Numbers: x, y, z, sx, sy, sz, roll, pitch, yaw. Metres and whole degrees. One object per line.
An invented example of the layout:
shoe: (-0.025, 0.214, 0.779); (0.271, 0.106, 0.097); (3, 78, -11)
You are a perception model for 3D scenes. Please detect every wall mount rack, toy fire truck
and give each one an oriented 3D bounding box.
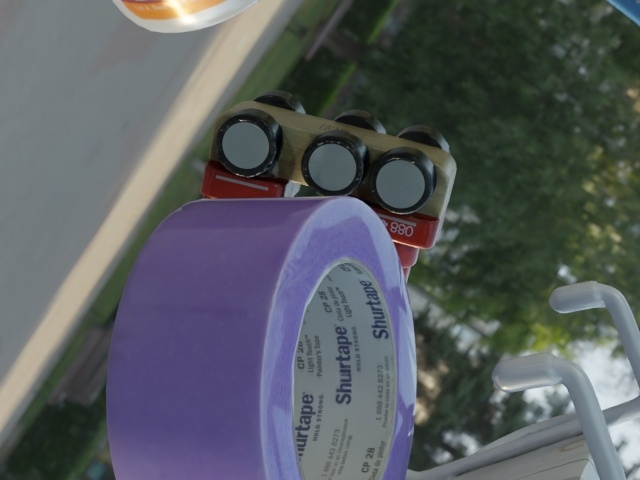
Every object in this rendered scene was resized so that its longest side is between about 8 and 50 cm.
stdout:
wall mount rack: (0.039, 0.130, 0.814); (0.304, 0.130, 0.350); (-22, -178, 20)
toy fire truck: (0.000, 0.000, 1.282); (0.158, 0.217, 0.246); (-55, 158, -69)

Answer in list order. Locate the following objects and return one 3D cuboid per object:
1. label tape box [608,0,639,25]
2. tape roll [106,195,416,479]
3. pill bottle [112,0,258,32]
label tape box: (0.296, -0.321, 0.977); (0.106, 0.240, 0.333); (8, 122, -45)
tape roll: (-0.021, 0.072, 0.674); (0.189, 0.080, 0.188); (-1, 90, -65)
pill bottle: (-0.171, -0.379, 1.118); (0.224, 0.392, 0.224); (-17, -132, 19)
